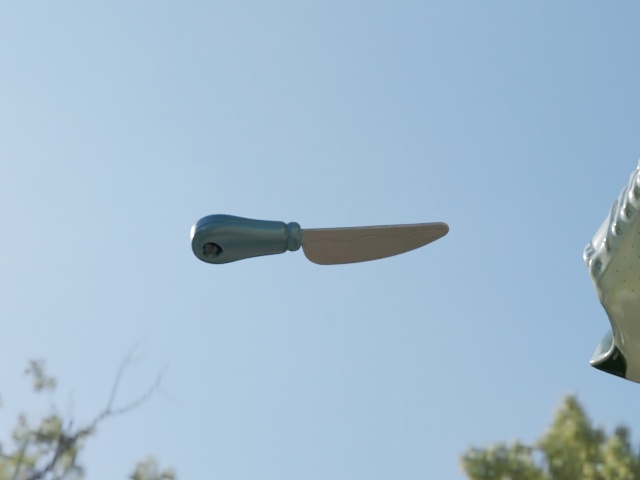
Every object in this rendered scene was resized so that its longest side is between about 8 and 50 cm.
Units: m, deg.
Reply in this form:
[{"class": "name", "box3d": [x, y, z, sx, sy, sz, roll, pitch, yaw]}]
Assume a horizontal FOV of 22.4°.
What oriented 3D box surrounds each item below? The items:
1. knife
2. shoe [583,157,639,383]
[{"class": "knife", "box3d": [-0.001, 0.002, 1.528, 0.244, 0.032, 0.058, 1, -50, -8]}, {"class": "shoe", "box3d": [0.232, -0.005, 1.125, 0.110, 0.095, 0.265, 6, -62, 27]}]
